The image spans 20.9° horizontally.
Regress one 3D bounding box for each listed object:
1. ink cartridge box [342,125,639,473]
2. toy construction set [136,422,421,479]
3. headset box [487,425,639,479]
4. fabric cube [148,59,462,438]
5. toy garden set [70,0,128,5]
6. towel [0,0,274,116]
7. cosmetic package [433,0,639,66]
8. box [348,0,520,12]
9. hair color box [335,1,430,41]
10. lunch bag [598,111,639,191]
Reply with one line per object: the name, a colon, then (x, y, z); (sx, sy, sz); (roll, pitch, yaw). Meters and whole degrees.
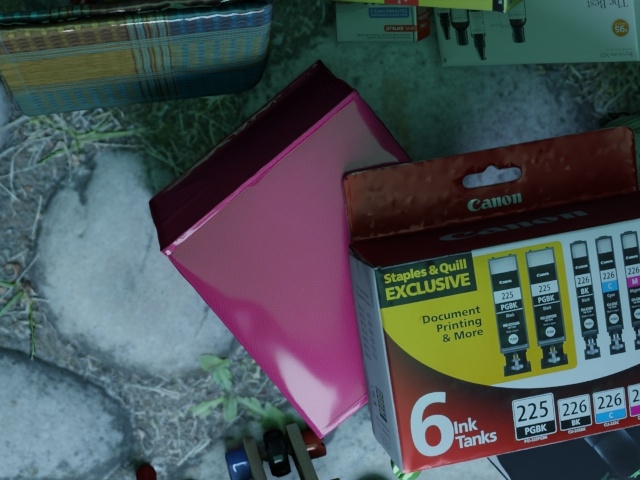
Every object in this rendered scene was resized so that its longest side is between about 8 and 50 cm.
ink cartridge box: (0.192, 0.050, 1.660); (0.309, 0.130, 0.272); (-11, 102, -9)
toy construction set: (-0.055, 0.345, 1.909); (0.308, 0.237, 0.257); (14, 102, -10)
headset box: (0.282, 0.166, 1.960); (0.246, 0.131, 0.283); (-40, 106, 4)
fabric cube: (0.000, 0.000, 1.817); (0.254, 0.259, 0.258); (-40, 105, 3)
toy garden set: (-0.142, -0.325, 1.826); (0.244, 0.049, 0.204); (13, 101, -11)
towel: (-0.183, -0.184, 1.701); (0.271, 0.370, 0.040); (-7, 84, -4)
cosmetic package: (0.232, -0.235, 1.813); (0.239, 0.060, 0.099); (2, 111, 37)
box: (0.084, -0.271, 1.763); (0.232, 0.087, 0.058); (7, 107, 15)
hair color box: (0.063, -0.296, 1.838); (0.093, 0.053, 0.167); (2, 105, 20)
lunch bag: (0.439, -0.007, 1.845); (0.256, 0.212, 0.305); (-11, 76, -6)
